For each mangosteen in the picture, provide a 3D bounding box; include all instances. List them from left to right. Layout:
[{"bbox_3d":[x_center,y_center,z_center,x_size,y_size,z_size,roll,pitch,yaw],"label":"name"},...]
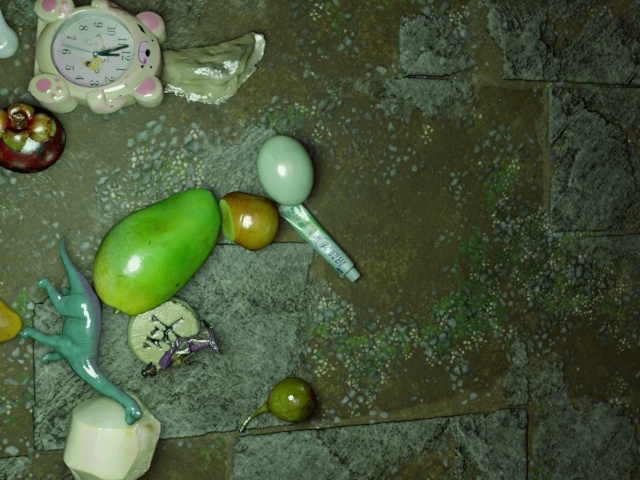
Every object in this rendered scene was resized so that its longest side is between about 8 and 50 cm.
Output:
[{"bbox_3d":[-0.703,-0.250,1.481,0.199,0.200,0.200,0,92,-14],"label":"mangosteen"}]

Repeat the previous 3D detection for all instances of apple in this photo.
[{"bbox_3d":[-0.190,-0.050,1.645,0.163,0.146,0.147,12,93,-16],"label":"apple"}]

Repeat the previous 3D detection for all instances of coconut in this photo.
[{"bbox_3d":[-0.509,0.478,1.534,0.241,0.241,0.241,0,92,-14],"label":"coconut"}]

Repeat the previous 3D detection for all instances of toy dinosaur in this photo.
[{"bbox_3d":[-0.527,0.209,1.493,0.330,0.129,0.384,12,90,18],"label":"toy dinosaur"}]

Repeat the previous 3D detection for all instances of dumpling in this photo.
[{"bbox_3d":[-0.289,-0.444,1.642,0.332,0.086,0.166,-17,93,-9],"label":"dumpling"}]

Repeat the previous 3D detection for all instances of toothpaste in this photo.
[{"bbox_3d":[0.000,0.000,1.748,0.075,0.048,0.297,-45,97,-6],"label":"toothpaste"}]

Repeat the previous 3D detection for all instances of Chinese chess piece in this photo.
[{"bbox_3d":[-0.405,0.237,1.628,0.188,0.083,0.189,-1,93,-18],"label":"Chinese chess piece"}]

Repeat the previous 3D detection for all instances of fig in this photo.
[{"bbox_3d":[-0.123,0.461,1.711,0.236,0.124,0.124,-29,99,13],"label":"fig"}]

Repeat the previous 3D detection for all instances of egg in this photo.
[{"bbox_3d":[-0.092,-0.185,1.662,0.149,0.149,0.193,-18,100,-13],"label":"egg"}]

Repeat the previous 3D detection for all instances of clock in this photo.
[{"bbox_3d":[-0.540,-0.451,1.538,0.309,0.114,0.284,1,81,-6],"label":"clock"}]

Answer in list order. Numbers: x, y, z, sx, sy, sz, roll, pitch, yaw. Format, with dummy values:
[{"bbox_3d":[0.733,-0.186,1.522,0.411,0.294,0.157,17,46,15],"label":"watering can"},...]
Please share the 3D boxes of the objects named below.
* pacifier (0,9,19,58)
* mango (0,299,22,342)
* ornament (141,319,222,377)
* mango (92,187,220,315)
[{"bbox_3d":[-0.778,-0.536,1.465,0.287,0.238,0.226,-20,126,-11],"label":"pacifier"},{"bbox_3d":[-0.821,0.183,1.520,0.115,0.090,0.178,-45,109,-17],"label":"mango"},{"bbox_3d":[-0.355,0.278,1.569,0.203,0.081,0.088,-26,103,-11],"label":"ornament"},{"bbox_3d":[-0.401,0.015,1.561,0.225,0.201,0.382,46,69,-10],"label":"mango"}]
